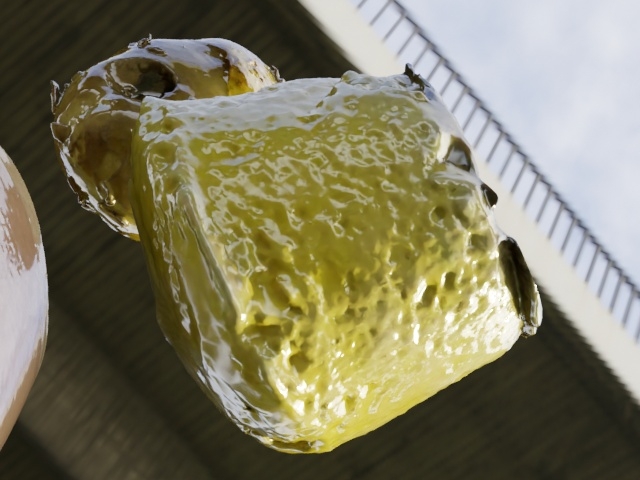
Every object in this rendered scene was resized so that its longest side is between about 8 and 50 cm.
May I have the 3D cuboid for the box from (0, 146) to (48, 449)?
[{"bbox_3d":[-0.325,0.066,1.098,0.301,0.216,0.301,1,-63,3],"label":"box"}]

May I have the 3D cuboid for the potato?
[{"bbox_3d":[-0.090,-0.070,1.354,0.140,0.300,0.172,-8,-99,31],"label":"potato"}]

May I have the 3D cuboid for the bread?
[{"bbox_3d":[-0.001,0.004,0.847,0.171,0.197,0.197,-22,-70,-8],"label":"bread"}]
